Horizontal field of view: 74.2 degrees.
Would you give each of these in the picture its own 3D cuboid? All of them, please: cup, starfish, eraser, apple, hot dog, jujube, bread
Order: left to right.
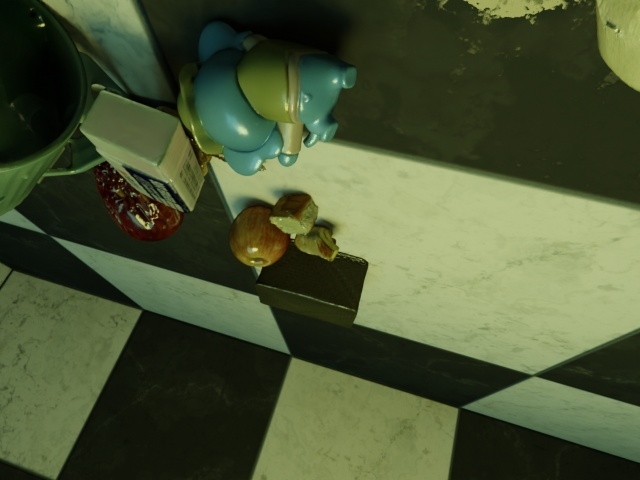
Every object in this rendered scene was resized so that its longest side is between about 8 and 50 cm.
[{"bbox_3d":[-0.544,-0.180,0.687,0.400,0.311,0.392,31,149,-29],"label":"cup"},{"bbox_3d":[-0.413,-0.105,0.966,0.167,0.168,0.237,6,136,26],"label":"jujube"},{"bbox_3d":[-0.282,-0.134,0.718,0.130,0.086,0.287,22,168,-4],"label":"eraser"},{"bbox_3d":[-0.215,-0.174,0.778,0.235,0.062,0.277,17,163,2],"label":"starfish"},{"bbox_3d":[-0.141,-0.007,0.979,0.146,0.131,0.146,10,152,6],"label":"apple"},{"bbox_3d":[-0.056,-0.057,0.890,0.083,0.070,0.077,2,150,29],"label":"bread"},{"bbox_3d":[0.001,0.000,0.975,0.168,0.061,0.078,18,131,54],"label":"hot dog"}]

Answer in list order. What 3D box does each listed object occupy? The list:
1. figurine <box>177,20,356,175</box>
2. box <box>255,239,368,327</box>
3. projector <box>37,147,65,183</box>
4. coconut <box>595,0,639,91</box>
[{"bbox_3d":[-0.078,-0.180,0.570,0.261,0.154,0.180,17,148,24],"label":"figurine"},{"bbox_3d":[-0.024,0.113,1.127,0.272,0.143,0.184,15,154,6],"label":"box"},{"bbox_3d":[-0.670,-0.216,0.946,0.061,0.115,0.147,9,153,16],"label":"projector"},{"bbox_3d":[0.285,-0.191,0.296,0.160,0.161,0.162,-1,146,36],"label":"coconut"}]
